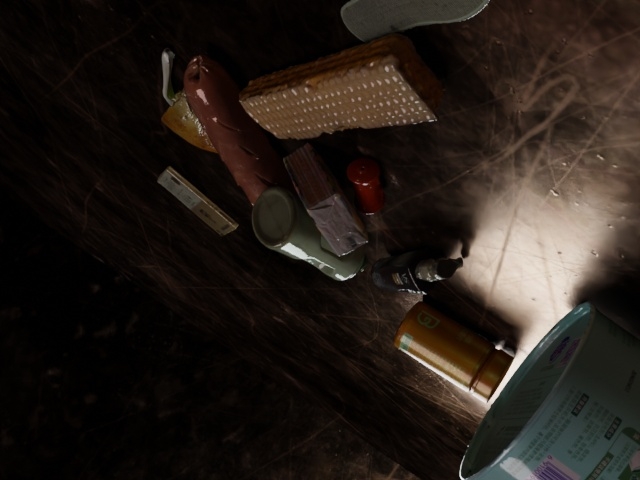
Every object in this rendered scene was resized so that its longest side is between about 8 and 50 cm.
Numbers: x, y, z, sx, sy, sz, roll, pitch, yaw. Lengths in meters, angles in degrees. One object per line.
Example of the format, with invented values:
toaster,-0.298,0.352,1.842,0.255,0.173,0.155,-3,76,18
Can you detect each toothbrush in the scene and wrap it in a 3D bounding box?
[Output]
toothbrush,-0.251,-0.253,1.368,0.026,0.022,0.263,26,162,-2

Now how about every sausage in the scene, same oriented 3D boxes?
sausage,-0.105,-0.124,1.304,0.088,0.088,0.433,23,156,38

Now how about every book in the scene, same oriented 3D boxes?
book,-0.277,-0.086,1.817,0.199,0.016,0.138,41,161,-11

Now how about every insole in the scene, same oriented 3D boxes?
insole,0.085,-0.237,0.811,0.080,0.003,0.232,46,160,-22

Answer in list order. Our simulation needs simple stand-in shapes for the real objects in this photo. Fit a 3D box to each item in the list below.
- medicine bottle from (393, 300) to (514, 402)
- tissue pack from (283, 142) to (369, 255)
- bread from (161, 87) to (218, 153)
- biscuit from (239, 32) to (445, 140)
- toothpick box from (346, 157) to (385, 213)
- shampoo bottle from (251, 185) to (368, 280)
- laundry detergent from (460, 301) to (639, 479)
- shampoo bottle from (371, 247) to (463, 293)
medicine bottle,0.230,0.192,1.415,0.192,0.096,0.096,31,160,20
tissue pack,0.007,-0.062,1.196,0.108,0.060,0.148,56,-175,-39
bread,-0.223,-0.202,1.373,0.136,0.054,0.154,13,148,42
biscuit,0.012,-0.178,0.998,0.094,0.054,0.379,43,161,-24
toothpick box,0.066,-0.078,1.157,0.047,0.047,0.083,29,159,25
shampoo bottle,0.000,0.000,1.331,0.234,0.087,0.118,28,-157,-44
laundry detergent,0.384,0.281,1.039,0.305,0.287,0.287,36,161,7
shampoo bottle,0.150,0.048,1.285,0.057,0.063,0.208,53,161,-11
